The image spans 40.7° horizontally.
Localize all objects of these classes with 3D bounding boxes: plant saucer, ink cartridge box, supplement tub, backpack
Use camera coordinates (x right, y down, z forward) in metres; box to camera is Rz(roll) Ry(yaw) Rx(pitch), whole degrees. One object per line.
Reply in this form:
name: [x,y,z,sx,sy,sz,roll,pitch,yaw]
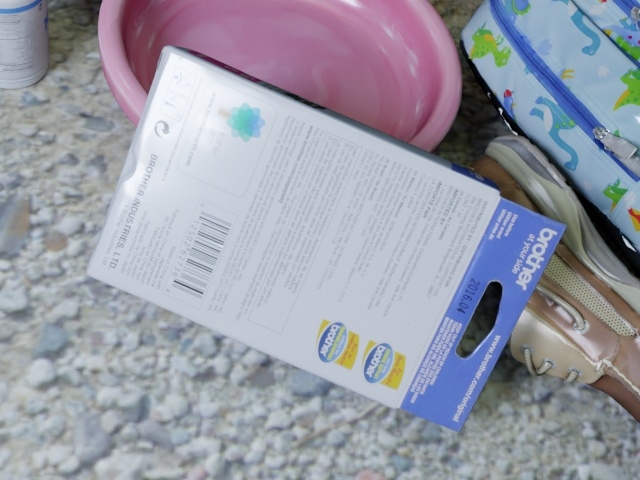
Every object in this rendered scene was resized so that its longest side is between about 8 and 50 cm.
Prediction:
plant saucer: [-0.037,-0.161,0.805,0.332,0.084,0.332,8,54,-11]
ink cartridge box: [0.000,0.000,0.650,0.311,0.185,0.065,24,14,3]
supplement tub: [-0.271,-0.192,0.746,0.071,0.107,0.071,7,56,-11]
backpack: [0.297,-0.135,0.788,0.290,0.273,0.355,-12,44,-43]

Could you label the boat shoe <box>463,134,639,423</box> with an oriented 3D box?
boat shoe: [0.207,0.065,0.711,0.116,0.123,0.324,-34,67,3]
